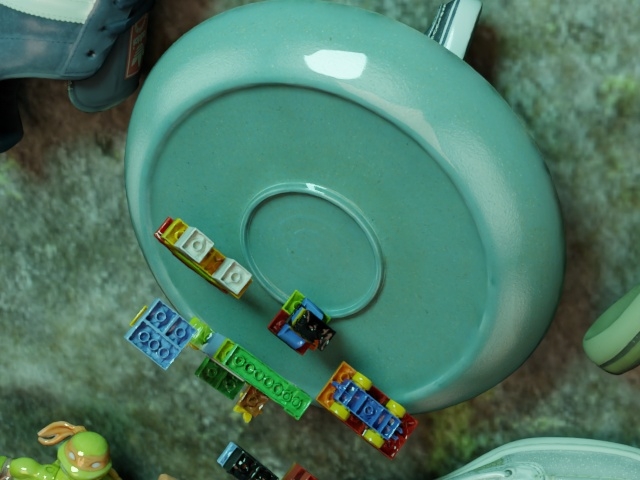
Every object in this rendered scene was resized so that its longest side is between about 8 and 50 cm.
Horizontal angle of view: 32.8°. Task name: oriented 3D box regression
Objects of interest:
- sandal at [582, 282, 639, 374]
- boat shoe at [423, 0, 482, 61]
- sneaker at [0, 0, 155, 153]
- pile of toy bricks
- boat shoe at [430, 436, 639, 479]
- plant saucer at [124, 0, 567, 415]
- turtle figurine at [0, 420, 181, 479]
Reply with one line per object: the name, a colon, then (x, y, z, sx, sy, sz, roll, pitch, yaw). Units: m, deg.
sandal: (0.241, -0.046, 0.647, 0.086, 0.120, 0.303, 42, 114, 15)
boat shoe: (0.034, -0.088, 0.715, 0.083, 0.065, 0.183, 27, 115, 2)
sneaker: (-0.138, -0.179, 0.715, 0.350, 0.131, 0.148, -30, 104, 28)
pile of toy bricks: (-0.049, 0.086, 0.722, 0.212, 0.105, 0.118, 41, 80, -17)
boat shoe: (0.099, 0.221, 0.774, 0.320, 0.103, 0.118, -10, 104, 19)
plant saucer: (0.000, 0.000, 0.718, 0.317, 0.044, 0.318, 13, 127, 18)
turtle figurine: (-0.209, 0.222, 0.873, 0.269, 0.087, 0.217, 15, 121, -3)
